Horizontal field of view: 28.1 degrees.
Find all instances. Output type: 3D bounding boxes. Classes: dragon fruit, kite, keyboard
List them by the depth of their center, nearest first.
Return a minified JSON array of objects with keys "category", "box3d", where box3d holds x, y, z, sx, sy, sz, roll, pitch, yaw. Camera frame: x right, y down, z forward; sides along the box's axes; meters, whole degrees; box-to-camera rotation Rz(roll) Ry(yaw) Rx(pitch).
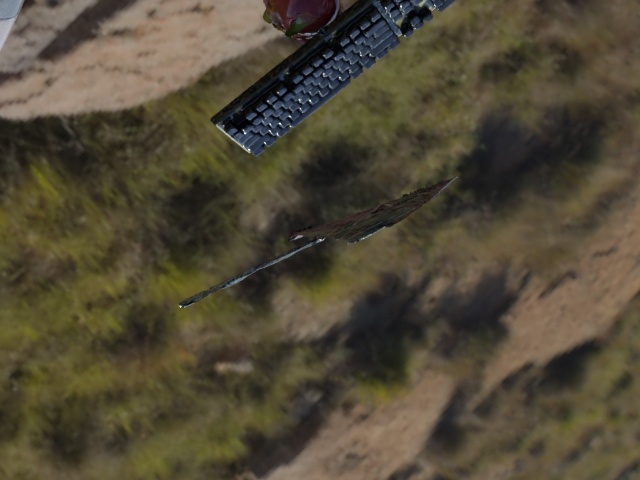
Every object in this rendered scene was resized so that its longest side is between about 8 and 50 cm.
[{"category":"kite","box3d":[0.000,-0.001,0.616,0.152,0.005,0.137,-23,-174,-12]},{"category":"dragon fruit","box3d":[-0.014,-0.259,1.345,0.086,0.081,0.116,3,149,-33]},{"category":"keyboard","box3d":[0.028,-0.202,1.352,0.317,0.027,0.106,-37,153,8]}]

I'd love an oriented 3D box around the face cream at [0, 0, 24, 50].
[{"category":"face cream","box3d":[-0.315,-0.299,1.223,0.269,0.107,0.073,-53,-176,41]}]
